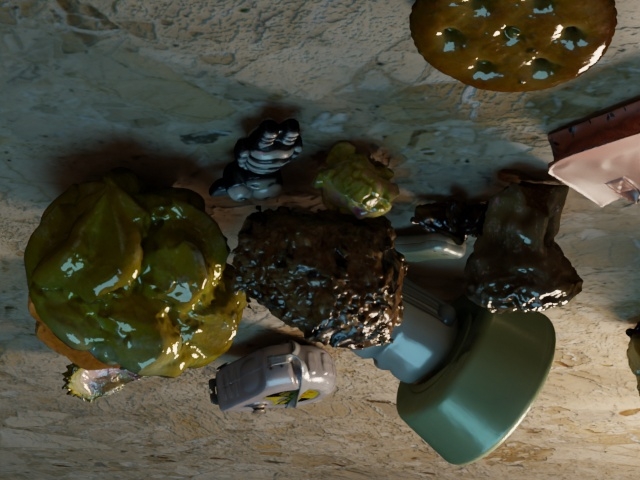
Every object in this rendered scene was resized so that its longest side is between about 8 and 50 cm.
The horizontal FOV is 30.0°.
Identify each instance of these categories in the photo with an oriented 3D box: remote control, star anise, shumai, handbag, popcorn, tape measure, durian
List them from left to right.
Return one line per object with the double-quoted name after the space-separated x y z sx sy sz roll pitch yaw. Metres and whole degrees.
-0.403 0.241 2.361 0.224 0.078 0.140 -15 135 0 "durian"
-0.070 0.264 2.300 0.197 0.120 0.236 9 153 -37 "tape measure"
0.049 -0.075 1.596 0.109 0.089 0.097 31 172 3 "popcorn"
0.158 0.009 1.806 0.074 0.032 0.122 17 164 -42 "remote control"
0.184 -0.029 1.693 0.191 0.070 0.097 11 167 -44 "star anise"
0.275 0.001 1.650 0.166 0.175 0.206 -4 -170 8 "shumai"
0.408 -0.112 1.506 0.212 0.059 0.157 -19 145 42 "handbag"

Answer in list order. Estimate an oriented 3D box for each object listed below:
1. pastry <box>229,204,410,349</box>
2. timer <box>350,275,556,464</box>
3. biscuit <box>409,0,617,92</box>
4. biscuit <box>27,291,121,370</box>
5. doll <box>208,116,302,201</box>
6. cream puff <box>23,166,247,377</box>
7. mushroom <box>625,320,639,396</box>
0.008 0.033 1.660 0.275 0.193 0.275 27 -170 -5 "pastry"
0.171 0.166 1.943 0.315 0.290 0.291 33 147 -11 "timer"
0.204 -0.238 1.266 0.221 0.066 0.220 4 151 2 "biscuit"
-0.370 0.151 2.165 0.269 0.051 0.376 -15 145 20 "biscuit"
-0.082 -0.101 1.593 0.091 0.067 0.219 -8 162 -23 "doll"
-0.242 0.022 1.696 0.324 0.291 0.257 24 121 -8 "cream puff"
0.665 0.292 1.936 0.224 0.397 0.313 11 151 -19 "mushroom"
